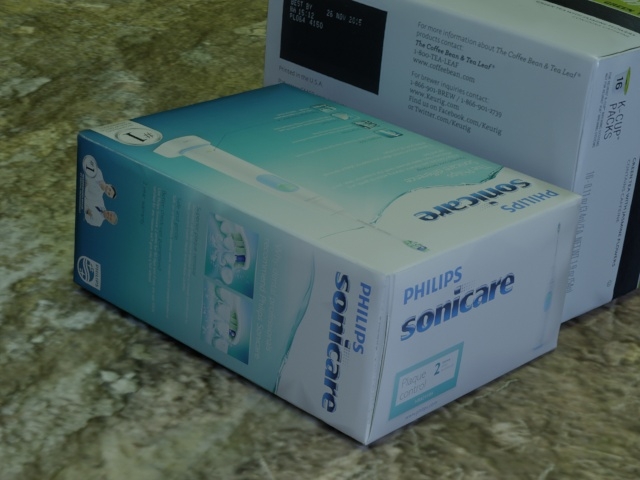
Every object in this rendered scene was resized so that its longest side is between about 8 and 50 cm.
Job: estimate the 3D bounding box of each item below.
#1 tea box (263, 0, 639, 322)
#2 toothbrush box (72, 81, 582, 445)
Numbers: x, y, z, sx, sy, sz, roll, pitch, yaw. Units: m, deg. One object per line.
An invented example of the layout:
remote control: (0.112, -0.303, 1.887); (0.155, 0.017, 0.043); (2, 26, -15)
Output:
tea box: (0.175, -0.121, 1.235); (0.323, 0.220, 0.329); (-19, 34, -41)
toothbrush box: (0.000, 0.000, 1.045); (0.295, 0.126, 0.216); (23, 29, 36)
